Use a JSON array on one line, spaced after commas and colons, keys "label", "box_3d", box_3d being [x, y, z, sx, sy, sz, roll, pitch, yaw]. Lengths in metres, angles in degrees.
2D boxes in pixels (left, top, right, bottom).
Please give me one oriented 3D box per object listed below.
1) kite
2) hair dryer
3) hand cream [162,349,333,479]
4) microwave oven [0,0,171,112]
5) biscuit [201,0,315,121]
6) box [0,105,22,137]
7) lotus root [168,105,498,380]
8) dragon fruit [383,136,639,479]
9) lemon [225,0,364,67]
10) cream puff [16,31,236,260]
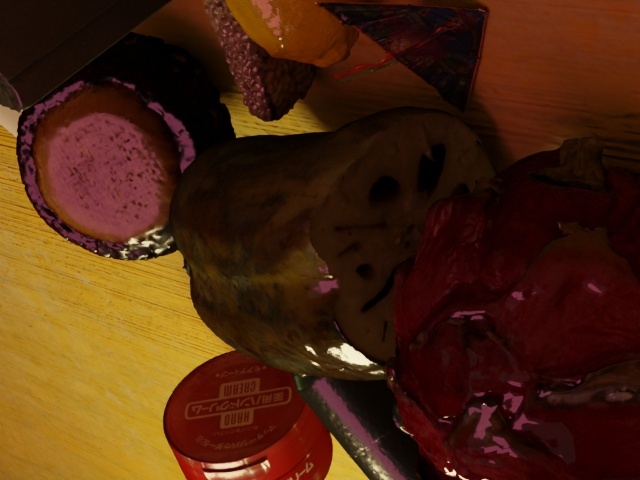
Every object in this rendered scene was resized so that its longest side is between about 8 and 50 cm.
[{"label": "kite", "box_3d": [0.076, -0.159, 1.551, 0.159, 0.010, 0.190, -24, 136, 39]}, {"label": "hair dryer", "box_3d": [0.092, 0.136, 1.961, 0.244, 0.116, 0.302, 50, 143, -8]}, {"label": "hand cream", "box_3d": [-0.086, 0.237, 2.261, 0.193, 0.193, 0.125, 23, 148, 40]}, {"label": "microwave oven", "box_3d": [-0.296, -0.319, 1.592, 0.374, 0.236, 0.432, 55, 168, -17]}, {"label": "biscuit", "box_3d": [-0.059, -0.190, 1.708, 0.070, 0.082, 0.168, 26, 149, 41]}, {"label": "box", "box_3d": [-0.302, -0.162, 2.146, 0.343, 0.065, 0.200, 39, 154, 15]}, {"label": "lotus root", "box_3d": [0.000, 0.000, 1.707, 0.346, 0.250, 0.250, 4, 132, 54]}, {"label": "dragon fruit", "box_3d": [0.203, 0.092, 1.464, 0.329, 0.329, 0.329, 36, 153, 21]}, {"label": "lemon", "box_3d": [-0.023, -0.215, 1.578, 0.155, 0.114, 0.114, 56, 154, -13]}, {"label": "cream puff", "box_3d": [-0.194, -0.100, 1.916, 0.239, 0.165, 0.239, 6, 111, 17]}]
